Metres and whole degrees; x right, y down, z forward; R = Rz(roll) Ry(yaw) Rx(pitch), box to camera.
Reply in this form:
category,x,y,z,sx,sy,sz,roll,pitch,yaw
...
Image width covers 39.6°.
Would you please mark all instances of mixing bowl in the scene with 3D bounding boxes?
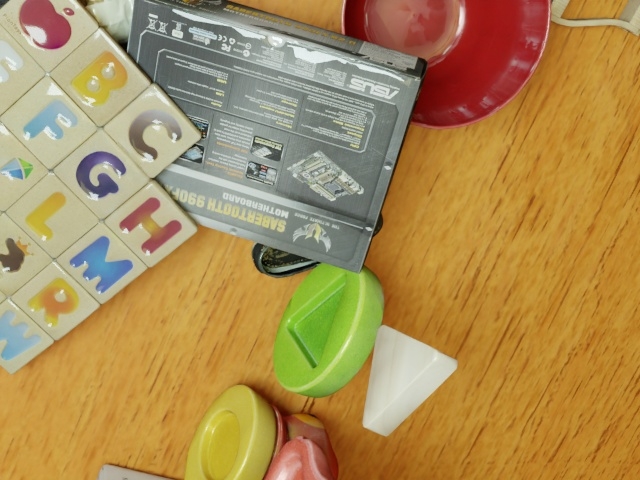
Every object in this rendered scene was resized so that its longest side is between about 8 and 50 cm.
category,x,y,z,sx,sy,sz,roll,pitch,yaw
mixing bowl,0.095,-0.193,0.773,0.182,0.098,0.181,-3,106,-12

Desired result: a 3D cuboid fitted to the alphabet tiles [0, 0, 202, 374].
category,x,y,z,sx,sy,sz,roll,pitch,yaw
alphabet tiles,-0.279,-0.045,0.728,0.342,0.011,0.285,-37,108,16

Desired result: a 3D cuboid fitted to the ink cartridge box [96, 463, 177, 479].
category,x,y,z,sx,sy,sz,roll,pitch,yaw
ink cartridge box,-0.070,0.423,0.883,0.395,0.166,0.285,18,102,-16

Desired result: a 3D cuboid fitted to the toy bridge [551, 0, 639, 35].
category,x,y,z,sx,sy,sz,roll,pitch,yaw
toy bridge,0.226,-0.236,0.829,0.188,0.026,0.063,24,102,-18

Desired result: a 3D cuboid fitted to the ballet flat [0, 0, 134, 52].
category,x,y,z,sx,sy,sz,roll,pitch,yaw
ballet flat,-0.204,-0.176,0.726,0.203,0.074,0.074,-14,109,-9

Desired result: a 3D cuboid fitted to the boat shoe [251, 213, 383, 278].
category,x,y,z,sx,sy,sz,roll,pitch,yaw
boat shoe,0.001,0.002,0.841,0.133,0.042,0.048,-19,107,-8

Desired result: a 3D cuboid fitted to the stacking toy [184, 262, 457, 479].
category,x,y,z,sx,sy,sz,roll,pitch,yaw
stacking toy,0.027,0.180,0.769,0.130,0.309,0.279,29,96,-27

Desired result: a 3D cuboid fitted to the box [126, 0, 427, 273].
category,x,y,z,sx,sy,sz,roll,pitch,yaw
box,-0.048,-0.090,0.732,0.231,0.056,0.183,17,121,3
